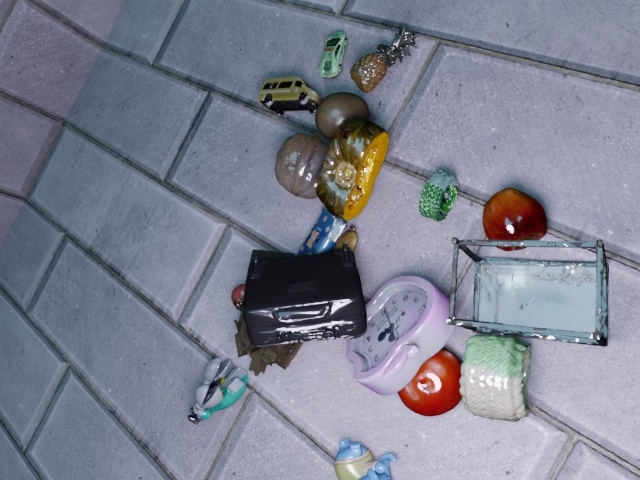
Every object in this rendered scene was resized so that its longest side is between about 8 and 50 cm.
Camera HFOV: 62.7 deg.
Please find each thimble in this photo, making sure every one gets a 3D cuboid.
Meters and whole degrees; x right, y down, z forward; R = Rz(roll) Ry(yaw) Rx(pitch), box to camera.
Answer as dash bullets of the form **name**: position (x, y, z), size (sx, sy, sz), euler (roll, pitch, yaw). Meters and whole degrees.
- **thimble**: position (0.446, 0.348, 1.324), size (0.150, 0.219, 0.218), euler (2, 78, 29)

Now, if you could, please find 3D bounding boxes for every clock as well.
- **clock**: position (0.216, 0.253, 1.445), size (0.338, 0.102, 0.338), euler (-44, 21, 22)

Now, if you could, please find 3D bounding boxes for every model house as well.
- **model house**: position (-0.195, 0.336, 1.721), size (0.211, 0.205, 0.243), euler (28, 109, 31)

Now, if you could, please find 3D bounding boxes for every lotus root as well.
- **lotus root**: position (0.081, 0.027, 1.706), size (0.151, 0.063, 0.072), euler (-63, 25, 4)

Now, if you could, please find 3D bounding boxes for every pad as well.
- **pad**: position (-0.181, 0.106, 1.856), size (0.212, 0.003, 0.142), euler (5, 79, 38)

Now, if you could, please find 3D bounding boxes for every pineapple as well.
- **pineapple**: position (0.219, -0.617, 1.782), size (0.251, 0.125, 0.125), euler (-42, 60, 2)

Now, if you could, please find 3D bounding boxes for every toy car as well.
- **toy car**: position (-0.102, -0.539, 1.940), size (0.257, 0.101, 0.124), euler (7, 77, 33)
- **toy car**: position (0.042, -0.683, 1.921), size (0.094, 0.058, 0.186), euler (7, 81, 33)

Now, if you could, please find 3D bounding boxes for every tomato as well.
- **tomato**: position (0.298, 0.384, 1.436), size (0.195, 0.136, 0.194), euler (-2, 85, 23)

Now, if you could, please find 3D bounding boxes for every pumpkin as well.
- **pumpkin**: position (0.109, -0.229, 1.678), size (0.139, 0.222, 0.316), euler (26, 114, 22)

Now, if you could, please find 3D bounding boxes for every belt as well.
- **belt**: position (0.358, -0.130, 1.553), size (0.079, 0.121, 0.151), euler (17, 82, 34)

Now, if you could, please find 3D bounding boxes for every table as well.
- **table**: position (0.519, 0.128, 1.302), size (0.335, 0.272, 0.222), euler (0, 78, 30)

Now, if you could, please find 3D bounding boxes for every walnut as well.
- **walnut**: position (-0.047, -0.253, 1.778), size (0.224, 0.224, 0.224), euler (-8, 73, 28)

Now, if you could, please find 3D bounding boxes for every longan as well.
- **longan**: position (0.074, -0.426, 1.784), size (0.185, 0.159, 0.204), euler (-11, 32, 11)

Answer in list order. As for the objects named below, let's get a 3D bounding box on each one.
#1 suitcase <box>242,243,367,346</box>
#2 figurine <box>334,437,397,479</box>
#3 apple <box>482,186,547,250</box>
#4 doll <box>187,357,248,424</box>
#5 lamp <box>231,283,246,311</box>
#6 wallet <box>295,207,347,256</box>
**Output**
- **suitcase**: position (-0.045, 0.168, 1.537), size (0.346, 0.339, 0.188), euler (-6, 115, 1)
- **figurine**: position (0.135, 0.673, 1.454), size (0.180, 0.154, 0.261), euler (-35, 66, 31)
- **apple**: position (0.520, -0.060, 1.431), size (0.156, 0.147, 0.158), euler (-45, 56, 37)
- **doll**: position (-0.364, 0.522, 1.774), size (0.258, 0.153, 0.195), euler (-52, 21, -6)
- **lamp**: position (-0.262, 0.204, 1.840), size (0.108, 0.092, 0.107), euler (13, 118, 25)
- **wallet**: position (0.000, -0.001, 1.739), size (0.202, 0.059, 0.141), euler (-59, 33, 5)
